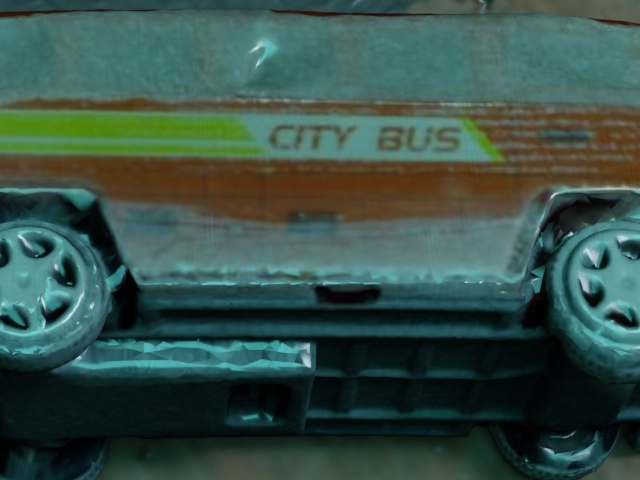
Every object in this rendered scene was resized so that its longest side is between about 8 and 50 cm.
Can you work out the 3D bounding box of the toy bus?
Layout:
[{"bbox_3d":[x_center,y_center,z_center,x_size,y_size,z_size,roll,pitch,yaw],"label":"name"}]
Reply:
[{"bbox_3d":[0.000,0.000,0.544,0.265,0.121,0.120,0,63,-5],"label":"toy bus"}]
